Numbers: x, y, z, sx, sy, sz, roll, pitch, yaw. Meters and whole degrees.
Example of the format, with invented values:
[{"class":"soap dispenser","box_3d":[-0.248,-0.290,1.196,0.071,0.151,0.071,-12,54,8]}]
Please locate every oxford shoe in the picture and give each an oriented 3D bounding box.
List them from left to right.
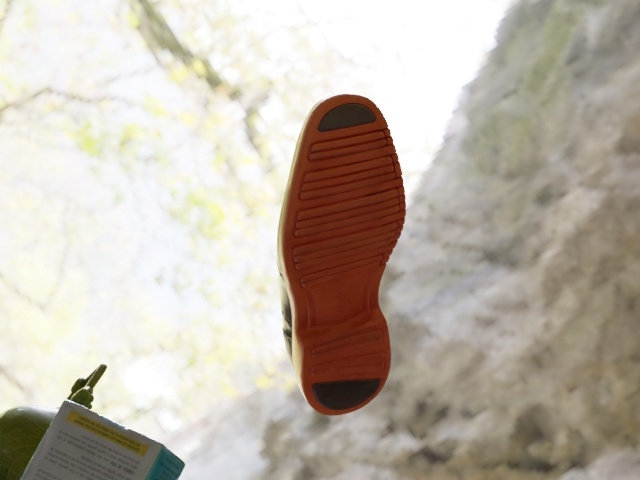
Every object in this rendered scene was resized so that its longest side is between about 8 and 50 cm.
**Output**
[{"class":"oxford shoe","box_3d":[0.000,0.000,1.729,0.133,0.130,0.364,-124,-149,-50]}]

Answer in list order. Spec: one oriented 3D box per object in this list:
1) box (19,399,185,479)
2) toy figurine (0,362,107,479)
[{"class":"box","box_3d":[-0.210,0.257,1.353,0.100,0.244,0.060,21,-15,24]},{"class":"toy figurine","box_3d":[-0.358,0.227,1.528,0.217,0.191,0.362,27,45,-12]}]
